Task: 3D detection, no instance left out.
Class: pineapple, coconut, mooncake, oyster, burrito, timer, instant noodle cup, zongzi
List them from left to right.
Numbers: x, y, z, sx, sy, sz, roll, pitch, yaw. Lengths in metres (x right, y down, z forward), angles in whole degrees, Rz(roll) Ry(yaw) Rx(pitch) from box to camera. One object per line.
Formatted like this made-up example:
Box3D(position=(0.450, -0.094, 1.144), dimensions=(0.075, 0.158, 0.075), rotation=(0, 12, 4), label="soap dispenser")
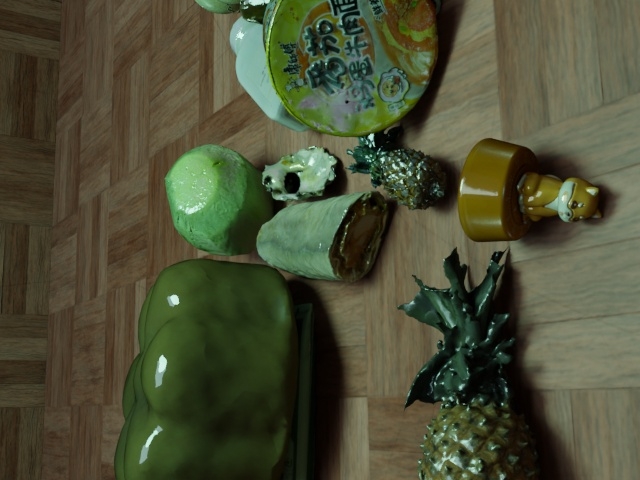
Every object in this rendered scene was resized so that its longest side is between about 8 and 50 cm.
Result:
Box3D(position=(-0.212, 0.257, 1.483), dimensions=(0.467, 0.262, 0.467), rotation=(-171, 90, -74), label="mooncake")
Box3D(position=(-0.200, -0.076, 1.631), dimensions=(0.236, 0.236, 0.204), rotation=(11, 71, 58), label="coconut")
Box3D(position=(-0.059, -0.482, 1.515), dimensions=(0.187, 0.084, 0.184), rotation=(4, 68, 24), label="zongzi")
Box3D(position=(-0.037, -0.106, 1.497), dimensions=(0.209, 0.072, 0.133), rotation=(2, 50, 45), label="oyster")
Box3D(position=(0.001, -0.004, 1.393), dimensions=(0.299, 0.105, 0.143), rotation=(-3, 79, 59), label="burrito")
Box3D(position=(0.024, -0.307, 1.269), dimensions=(0.200, 0.264, 0.264), rotation=(-125, 49, -64), label="instant noodle cup")
Box3D(position=(0.120, -0.112, 1.240), dimensions=(0.221, 0.083, 0.103), rotation=(41, 107, 53), label="pineapple")
Box3D(position=(0.185, 0.184, 1.047), dimensions=(0.165, 0.166, 0.364), rotation=(-38, 45, 49), label="pineapple")
Box3D(position=(0.262, -0.053, 0.994), dimensions=(0.152, 0.132, 0.132), rotation=(10, 93, 36), label="timer")

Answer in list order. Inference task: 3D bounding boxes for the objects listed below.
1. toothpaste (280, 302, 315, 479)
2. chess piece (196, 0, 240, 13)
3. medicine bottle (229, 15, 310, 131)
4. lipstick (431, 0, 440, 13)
Box3D(position=(-0.039, 0.306, 1.448), dimensions=(0.099, 0.061, 0.392), rotation=(-20, 66, 61), label="toothpaste")
Box3D(position=(-0.127, -0.593, 1.652), dimensions=(0.330, 0.182, 0.182), rotation=(-10, 76, 51), label="chess piece")
Box3D(position=(-0.076, -0.333, 1.559), dimensions=(0.161, 0.111, 0.296), rotation=(-55, 42, 14), label="medicine bottle")
Box3D(position=(0.143, -0.370, 1.292), dimensions=(0.116, 0.037, 0.037), rotation=(32, 112, 60), label="lipstick")
